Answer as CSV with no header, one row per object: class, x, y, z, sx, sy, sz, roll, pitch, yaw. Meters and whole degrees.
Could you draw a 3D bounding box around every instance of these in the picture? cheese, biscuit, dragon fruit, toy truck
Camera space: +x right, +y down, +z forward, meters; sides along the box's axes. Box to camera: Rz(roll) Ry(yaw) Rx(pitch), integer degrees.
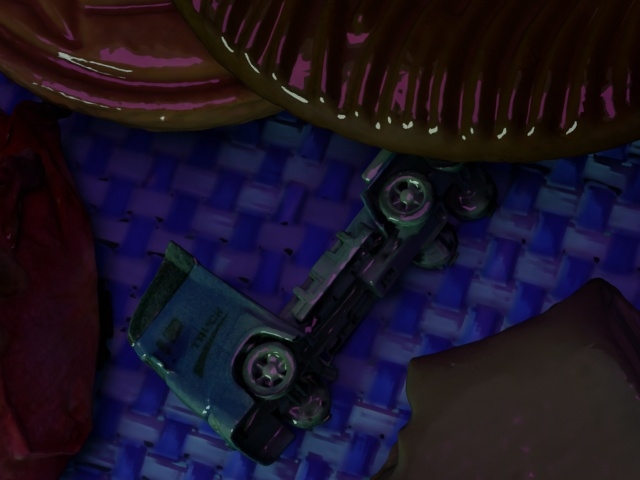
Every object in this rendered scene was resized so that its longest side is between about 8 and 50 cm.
cheese,0.063,0.119,0.614,0.202,0.091,0.175,-24,67,5
biscuit,0.076,-0.173,0.699,0.318,0.040,0.318,-3,60,5
dragon fruit,-0.174,0.026,0.681,0.161,0.126,0.274,6,75,16
toy truck,0.000,0.000,0.679,0.081,0.067,0.175,36,83,22
biscuit,-0.054,-0.111,0.719,0.220,0.029,0.142,-6,62,-3
